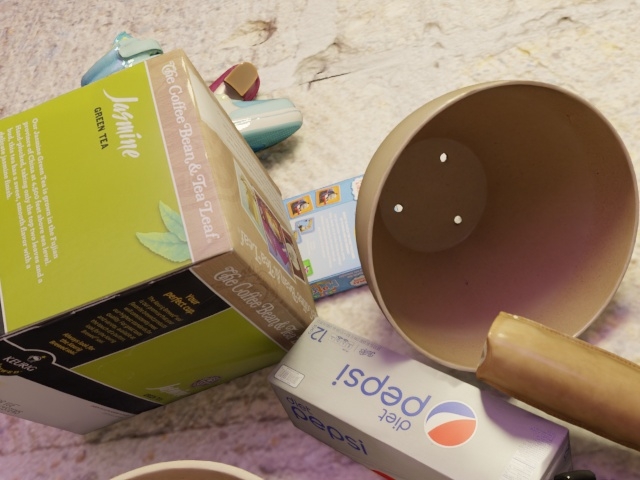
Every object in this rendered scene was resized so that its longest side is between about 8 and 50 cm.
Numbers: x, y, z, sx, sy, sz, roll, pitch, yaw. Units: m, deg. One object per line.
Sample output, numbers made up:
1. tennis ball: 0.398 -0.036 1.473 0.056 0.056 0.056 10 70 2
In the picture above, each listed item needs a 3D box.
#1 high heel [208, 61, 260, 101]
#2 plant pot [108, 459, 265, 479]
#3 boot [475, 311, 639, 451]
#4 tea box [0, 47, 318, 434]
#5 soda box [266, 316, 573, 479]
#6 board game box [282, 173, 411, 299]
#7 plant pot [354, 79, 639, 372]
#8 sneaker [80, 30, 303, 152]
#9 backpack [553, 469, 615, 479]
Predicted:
1. high heel: -0.192 -0.191 1.266 0.244 0.082 0.117 -50 7 -2
2. plant pot: -0.070 0.335 0.557 0.256 0.274 0.256 -11 46 12
3. boot: 0.252 0.135 0.620 0.269 0.236 0.089 23 81 20
4. tea box: -0.202 0.029 0.820 0.323 0.329 0.220 -20 66 6
5. soda box: 0.090 0.180 0.760 0.286 0.098 0.091 21 58 35
6. board game box: 0.000 0.000 1.008 0.211 0.039 0.160 -18 45 8
7. plant pot: 0.153 -0.031 0.835 0.284 0.284 0.191 -31 21 -6
8. sneaker: -0.196 -0.215 1.146 0.319 0.127 0.208 -12 83 -9
9. backpack: 0.241 0.319 0.478 0.276 0.213 0.263 15 46 26
